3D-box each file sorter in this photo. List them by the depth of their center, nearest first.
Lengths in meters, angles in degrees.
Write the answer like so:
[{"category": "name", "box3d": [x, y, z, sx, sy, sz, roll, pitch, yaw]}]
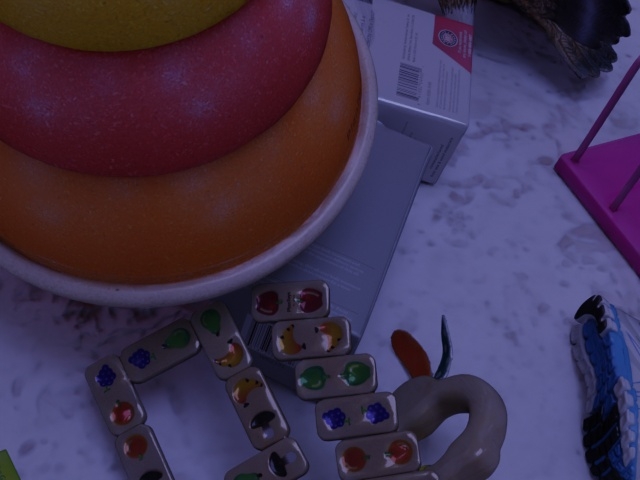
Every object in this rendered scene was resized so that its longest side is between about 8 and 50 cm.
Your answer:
[{"category": "file sorter", "box3d": [0.416, -0.047, 1.067, 0.202, 0.182, 0.291, -15, 58, -30]}]

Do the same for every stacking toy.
[{"category": "stacking toy", "box3d": [-0.119, -0.198, 0.673, 0.350, 0.480, 0.351, 1, 63, -3]}]

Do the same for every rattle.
[{"category": "rattle", "box3d": [0.111, 0.163, 0.869, 0.142, 0.130, 0.200, 33, 16, -13]}]

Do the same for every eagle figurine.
[{"category": "eagle figurine", "box3d": [0.185, -0.287, 1.176, 0.298, 0.225, 0.226, 11, 45, 13]}]

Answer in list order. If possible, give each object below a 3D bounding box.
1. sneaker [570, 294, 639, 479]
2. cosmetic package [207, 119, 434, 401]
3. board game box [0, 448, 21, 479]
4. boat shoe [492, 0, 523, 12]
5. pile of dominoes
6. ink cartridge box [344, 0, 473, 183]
[{"category": "sneaker", "box3d": [0.270, 0.132, 0.946, 0.082, 0.071, 0.191, 17, 48, -13]}, {"category": "cosmetic package", "box3d": [0.000, 0.000, 0.938, 0.127, 0.107, 0.238, 24, 45, 3]}, {"category": "board game box", "box3d": [-0.269, 0.211, 0.704, 0.181, 0.043, 0.092, -19, 59, -31]}, {"category": "boat shoe", "box3d": [0.260, -0.299, 1.303, 0.177, 0.060, 0.064, 21, 48, -2]}, {"category": "pile of dominoes", "box3d": [-0.037, 0.147, 0.765, 0.196, 0.040, 0.251, -29, 69, -1]}, {"category": "ink cartridge box", "box3d": [0.031, -0.164, 1.090, 0.217, 0.092, 0.159, 17, 48, -8]}]
